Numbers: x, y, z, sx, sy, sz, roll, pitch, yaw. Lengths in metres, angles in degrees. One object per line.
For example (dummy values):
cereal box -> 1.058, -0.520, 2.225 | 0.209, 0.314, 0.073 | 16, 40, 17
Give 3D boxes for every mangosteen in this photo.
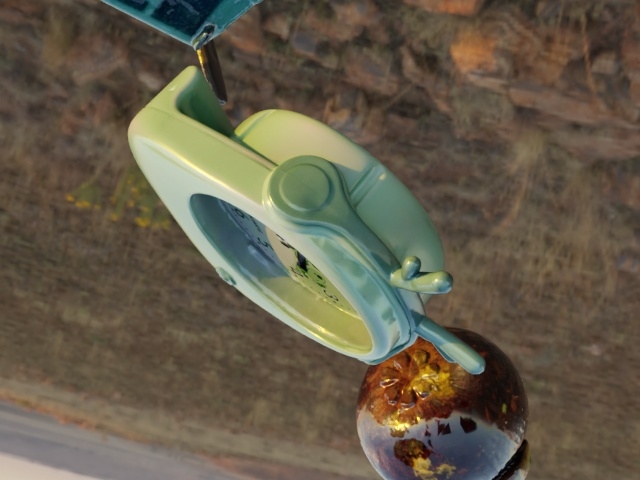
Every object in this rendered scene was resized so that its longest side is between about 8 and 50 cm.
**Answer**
mangosteen -> 0.142, 0.202, 1.063 | 0.192, 0.192, 0.217 | 2, 141, 39

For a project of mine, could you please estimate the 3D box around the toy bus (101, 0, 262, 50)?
toy bus -> -0.130, -0.223, 0.546 | 0.256, 0.128, 0.147 | 24, 138, -30

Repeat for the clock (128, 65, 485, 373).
clock -> 0.000, 0.000, 0.522 | 0.211, 0.066, 0.159 | 28, 159, 35

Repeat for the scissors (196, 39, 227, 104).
scissors -> -0.120, -0.222, 0.927 | 0.017, 0.220, 0.088 | -22, 159, 13
